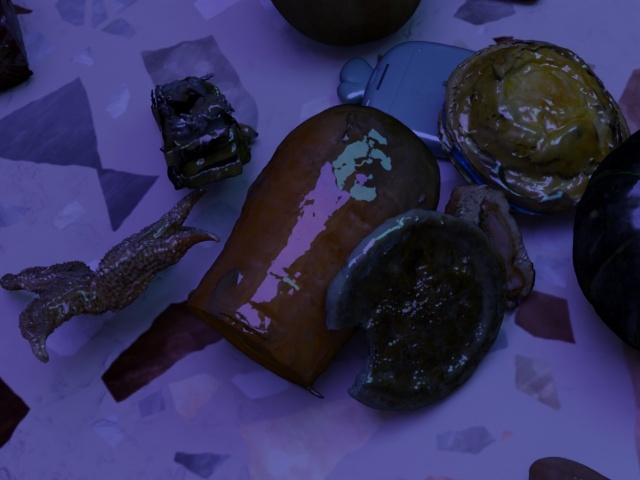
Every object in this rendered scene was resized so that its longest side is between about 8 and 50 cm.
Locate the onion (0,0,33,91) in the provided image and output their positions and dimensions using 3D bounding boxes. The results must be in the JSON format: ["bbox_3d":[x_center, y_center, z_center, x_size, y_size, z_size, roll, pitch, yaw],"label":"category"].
[{"bbox_3d":[-0.559,-0.334,1.763,0.207,0.206,0.216,-24,57,-6],"label":"onion"}]

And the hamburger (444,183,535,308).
[{"bbox_3d":[0.195,0.001,1.490,0.087,0.176,0.102,-35,27,-10],"label":"hamburger"}]

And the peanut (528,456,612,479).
[{"bbox_3d":[0.299,0.294,1.321,0.152,0.076,0.076,31,68,25],"label":"peanut"}]

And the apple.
[{"bbox_3d":[0.034,-0.410,1.702,0.257,0.234,0.257,-6,57,9],"label":"apple"}]

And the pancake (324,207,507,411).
[{"bbox_3d":[0.118,0.082,1.398,0.253,0.253,0.037,-37,25,-14],"label":"pancake"}]

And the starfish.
[{"bbox_3d":[-0.256,0.032,1.519,0.293,0.084,0.301,-30,18,-13],"label":"starfish"}]

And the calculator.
[{"bbox_3d":[0.162,-0.201,1.665,0.295,0.042,0.184,14,62,16],"label":"calculator"}]

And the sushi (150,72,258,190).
[{"bbox_3d":[-0.156,-0.156,1.606,0.139,0.131,0.291,-17,20,-4],"label":"sushi"}]

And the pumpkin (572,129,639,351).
[{"bbox_3d":[0.457,0.003,1.376,0.323,0.241,0.323,-5,57,8],"label":"pumpkin"}]

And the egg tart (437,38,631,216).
[{"bbox_3d":[0.284,-0.164,1.547,0.291,0.107,0.291,6,59,-10],"label":"egg tart"}]

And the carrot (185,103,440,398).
[{"bbox_3d":[0.000,0.000,1.468,0.224,0.224,0.340,27,74,23],"label":"carrot"}]
